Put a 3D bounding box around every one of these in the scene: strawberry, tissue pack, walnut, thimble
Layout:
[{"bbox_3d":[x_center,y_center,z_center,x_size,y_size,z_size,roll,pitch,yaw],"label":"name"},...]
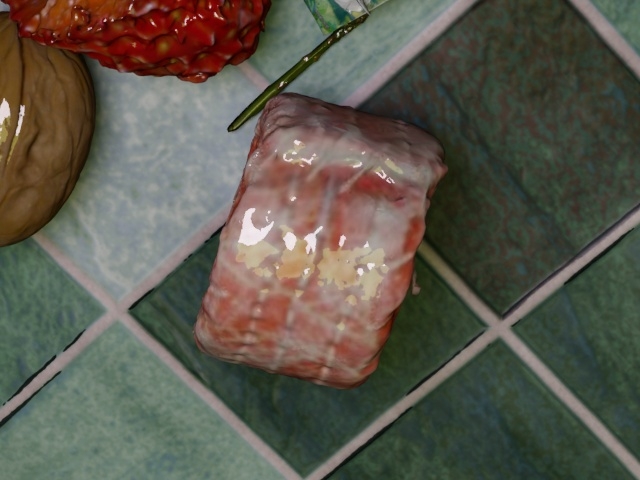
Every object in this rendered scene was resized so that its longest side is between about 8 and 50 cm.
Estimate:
[{"bbox_3d":[-0.127,-0.219,1.287,0.234,0.234,0.178,-35,135,14],"label":"strawberry"},{"bbox_3d":[0.011,-0.235,1.302,0.085,0.079,0.111,-28,107,14],"label":"tissue pack"},{"bbox_3d":[-0.276,-0.094,1.329,0.167,0.167,0.207,18,108,-4],"label":"walnut"},{"bbox_3d":[0.000,0.000,1.318,0.162,0.239,0.239,18,111,-4],"label":"thimble"}]

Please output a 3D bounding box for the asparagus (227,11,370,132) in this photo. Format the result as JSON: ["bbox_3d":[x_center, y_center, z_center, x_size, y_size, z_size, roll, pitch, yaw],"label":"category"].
[{"bbox_3d":[-0.020,-0.147,1.373,0.166,0.013,0.016,-41,62,15],"label":"asparagus"}]
